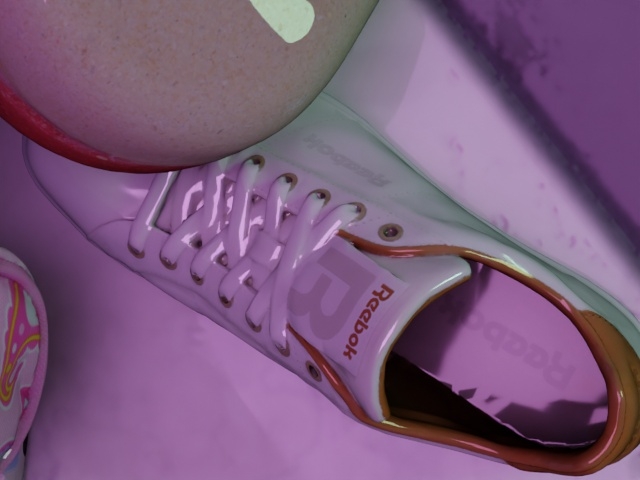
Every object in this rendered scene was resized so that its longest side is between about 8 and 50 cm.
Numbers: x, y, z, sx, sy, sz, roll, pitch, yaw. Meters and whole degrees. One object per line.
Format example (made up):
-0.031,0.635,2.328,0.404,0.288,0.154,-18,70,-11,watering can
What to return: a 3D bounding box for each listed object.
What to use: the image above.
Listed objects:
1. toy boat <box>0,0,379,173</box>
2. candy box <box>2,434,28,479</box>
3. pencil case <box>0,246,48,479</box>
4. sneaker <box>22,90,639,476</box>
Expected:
-0.057,-0.130,0.512,0.151,0.151,0.231,41,62,-21,toy boat
-0.224,0.160,0.579,0.159,0.071,0.233,9,94,11,candy box
-0.250,0.029,0.492,0.284,0.124,0.124,13,94,13,pencil case
0.000,0.000,0.510,0.290,0.123,0.106,25,98,10,sneaker
